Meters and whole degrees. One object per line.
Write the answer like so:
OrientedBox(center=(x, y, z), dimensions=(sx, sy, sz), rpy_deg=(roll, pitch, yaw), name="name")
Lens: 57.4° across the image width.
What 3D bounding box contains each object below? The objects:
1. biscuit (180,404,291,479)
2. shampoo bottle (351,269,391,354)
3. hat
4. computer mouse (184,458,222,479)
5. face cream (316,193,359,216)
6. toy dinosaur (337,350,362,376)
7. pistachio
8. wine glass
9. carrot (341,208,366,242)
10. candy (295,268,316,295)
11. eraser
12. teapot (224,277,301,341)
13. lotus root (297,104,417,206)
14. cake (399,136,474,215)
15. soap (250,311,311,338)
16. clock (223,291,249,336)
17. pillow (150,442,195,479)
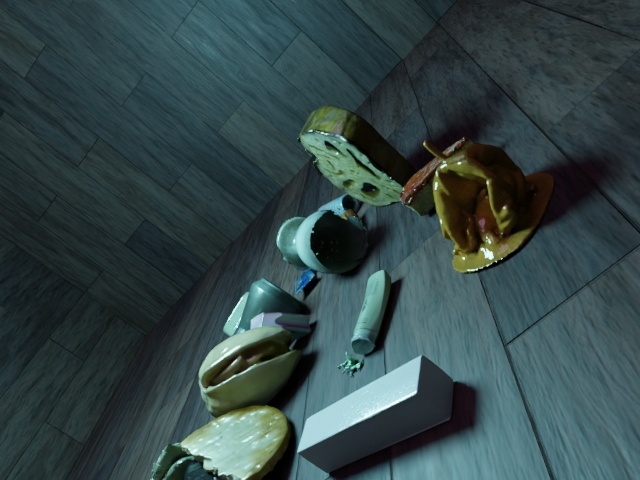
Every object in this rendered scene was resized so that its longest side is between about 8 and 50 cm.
OrientedBox(center=(-0.170, 0.446, 1.299), dimensions=(0.204, 0.040, 0.308), rpy_deg=(-33, 18, -34), name="biscuit")
OrientedBox(center=(0.114, 0.156, 1.291), dimensions=(0.072, 0.049, 0.212), rpy_deg=(-34, 22, 37), name="shampoo bottle")
OrientedBox(center=(0.269, -0.103, 1.105), dimensions=(0.244, 0.233, 0.234), rpy_deg=(-38, 18, 35), name="hat")
OrientedBox(center=(-0.218, 0.543, 1.260), dimensions=(0.146, 0.088, 0.264), rpy_deg=(-26, 12, -3), name="computer mouse")
OrientedBox(center=(0.050, -0.103, 2.047), dimensions=(0.075, 0.075, 0.229), rpy_deg=(-57, 17, -23), name="face cream")
OrientedBox(center=(0.067, 0.256, 1.247), dimensions=(0.062, 0.021, 0.083), rpy_deg=(-31, 27, 34), name="toy dinosaur")
OrientedBox(center=(-0.183, 0.337, 1.489), dimensions=(0.317, 0.194, 0.214), rpy_deg=(-33, -21, 19), name="pistachio")
OrientedBox(center=(-0.002, 0.005, 1.723), dimensions=(0.191, 0.190, 0.357), rpy_deg=(-55, 15, -16), name="wine glass")
OrientedBox(center=(0.108, -0.032, 1.778), dimensions=(0.057, 0.057, 0.224), rpy_deg=(-47, 21, 11), name="carrot")
OrientedBox(center=(-0.049, 0.126, 1.851), dimensions=(0.088, 0.038, 0.136), rpy_deg=(-43, 8, 5), name="candy")
OrientedBox(center=(0.086, 0.299, 0.981), dimensions=(0.298, 0.076, 0.078), rpy_deg=(-40, 19, 36), name="eraser")
OrientedBox(center=(-0.160, 0.246, 1.707), dimensions=(0.203, 0.171, 0.225), rpy_deg=(27, 84, 44), name="teapot")
OrientedBox(center=(0.112, -0.226, 1.678), dimensions=(0.111, 0.374, 0.390), rpy_deg=(-53, -22, -11), name="lotus root")
OrientedBox(center=(0.296, -0.164, 1.451), dimensions=(0.220, 0.086, 0.117), rpy_deg=(-48, 17, 15), name="cake")
OrientedBox(center=(-0.113, 0.232, 1.576), dimensions=(0.100, 0.149, 0.056), rpy_deg=(-36, 52, 48), name="soap")
OrientedBox(center=(-0.224, 0.252, 1.877), dimensions=(0.152, 0.062, 0.191), rpy_deg=(-59, -21, -6), name="clock")
OrientedBox(center=(-0.328, 0.559, 1.421), dimensions=(0.077, 0.181, 0.134), rpy_deg=(36, 96, 34), name="pillow")
